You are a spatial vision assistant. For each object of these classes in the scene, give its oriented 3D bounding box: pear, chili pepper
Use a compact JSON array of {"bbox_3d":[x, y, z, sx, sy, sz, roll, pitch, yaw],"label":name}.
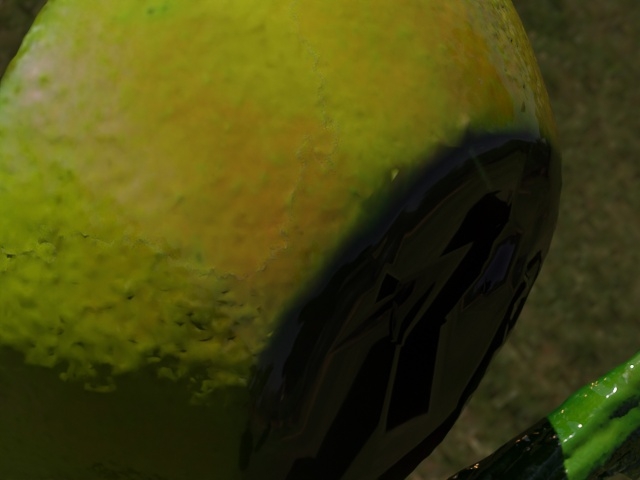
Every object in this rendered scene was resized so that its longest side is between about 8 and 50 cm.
[{"bbox_3d":[0.001,0.000,1.008,0.165,0.398,0.399,27,21,31],"label":"pear"},{"bbox_3d":[0.132,0.149,1.179,0.083,0.253,0.099,47,-5,20],"label":"chili pepper"}]
